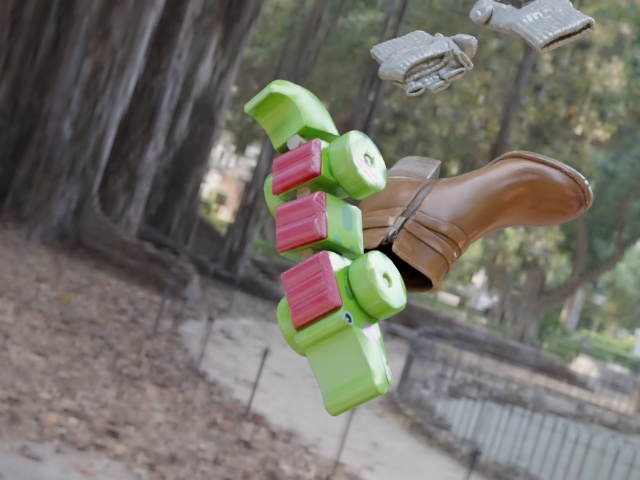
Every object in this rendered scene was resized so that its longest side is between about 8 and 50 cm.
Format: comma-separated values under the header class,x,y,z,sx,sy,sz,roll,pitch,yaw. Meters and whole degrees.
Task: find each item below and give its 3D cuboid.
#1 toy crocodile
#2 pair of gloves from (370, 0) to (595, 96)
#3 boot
class,x,y,z,sx,sy,sz,roll,pitch,yaw
toy crocodile,0.000,0.000,1.262,0.115,0.341,0.105,-24,-28,31
pair of gloves,0.176,-0.240,1.518,0.240,0.042,0.204,-21,24,3
boot,0.175,-0.021,1.619,0.283,0.109,0.220,11,37,20
